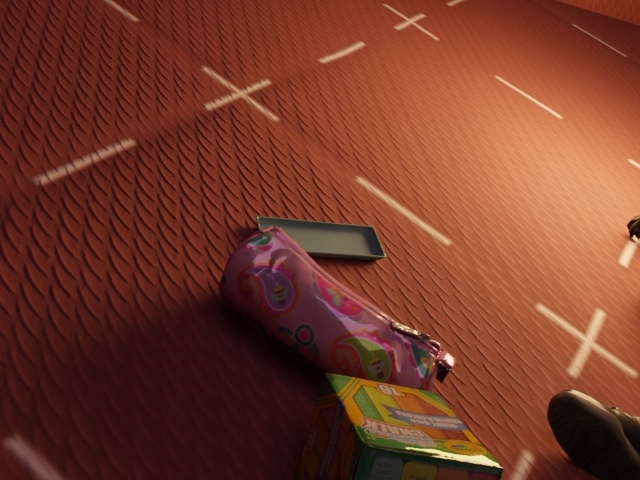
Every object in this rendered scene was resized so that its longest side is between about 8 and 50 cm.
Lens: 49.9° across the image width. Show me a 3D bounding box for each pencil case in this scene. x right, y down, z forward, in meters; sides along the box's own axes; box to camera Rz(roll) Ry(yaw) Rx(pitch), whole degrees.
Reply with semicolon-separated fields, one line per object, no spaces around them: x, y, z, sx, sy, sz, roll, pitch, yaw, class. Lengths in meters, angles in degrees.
0.016;0.099;0.818;0.284;0.124;0.124;36;40;14;pencil case

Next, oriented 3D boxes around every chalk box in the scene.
0.068;0.226;0.624;0.132;0.132;0.213;14;6;-14;chalk box

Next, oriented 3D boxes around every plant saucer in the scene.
0.000;0.000;1.002;0.192;0.018;0.067;5;43;-25;plant saucer

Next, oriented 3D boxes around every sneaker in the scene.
0.395;0.250;0.883;0.227;0.087;0.130;33;38;4;sneaker

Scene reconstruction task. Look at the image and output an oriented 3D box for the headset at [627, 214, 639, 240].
0.650;0.095;1.182;0.243;0.185;0.394;4;59;-19;headset
